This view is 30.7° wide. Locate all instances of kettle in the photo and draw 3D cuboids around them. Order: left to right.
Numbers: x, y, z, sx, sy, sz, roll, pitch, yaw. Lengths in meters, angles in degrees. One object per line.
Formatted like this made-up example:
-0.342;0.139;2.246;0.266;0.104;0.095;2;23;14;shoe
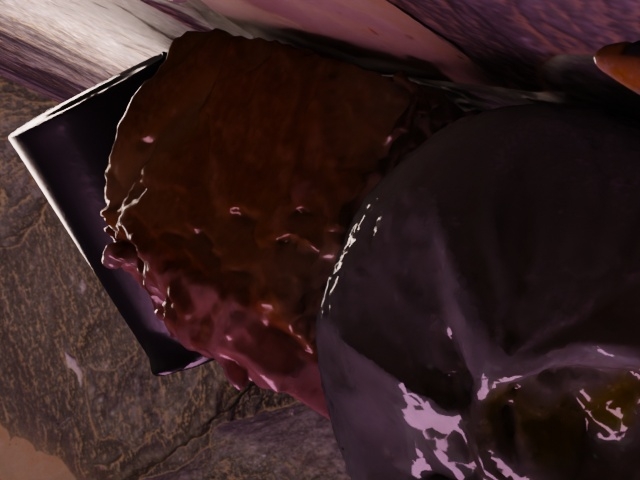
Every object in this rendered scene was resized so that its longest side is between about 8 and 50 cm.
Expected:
-0.169;-0.039;1.297;0.308;0.203;0.262;63;-164;-14;kettle

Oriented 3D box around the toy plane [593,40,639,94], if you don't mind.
0.256;-0.039;0.421;0.316;0.103;0.204;30;177;28;toy plane

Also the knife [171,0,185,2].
-0.193;-0.240;0.922;0.081;0.043;0.336;19;-173;-43;knife

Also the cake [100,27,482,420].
0.000;0.000;1.049;0.314;0.293;0.307;29;178;42;cake

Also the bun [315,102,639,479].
0.162;0.088;0.782;0.362;0.362;0.211;23;-157;11;bun
